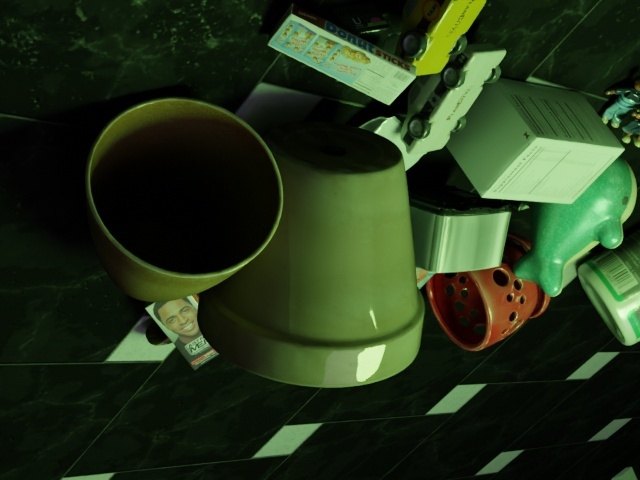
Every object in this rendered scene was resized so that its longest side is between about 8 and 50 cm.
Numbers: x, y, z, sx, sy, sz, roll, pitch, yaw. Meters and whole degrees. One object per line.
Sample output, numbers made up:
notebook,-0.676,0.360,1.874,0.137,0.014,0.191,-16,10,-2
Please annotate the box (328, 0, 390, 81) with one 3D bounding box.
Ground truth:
box,0.042,-0.252,1.467,0.062,0.052,0.083,-15,147,-26

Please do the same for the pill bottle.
pill bottle,0.748,0.050,2.445,0.361,0.204,0.204,-31,151,3

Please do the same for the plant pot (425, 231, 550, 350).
plant pot,0.315,0.088,2.122,0.174,0.191,0.191,-19,149,-26

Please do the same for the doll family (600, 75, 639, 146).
doll family,0.567,-0.215,1.949,0.193,0.076,0.111,5,151,-20

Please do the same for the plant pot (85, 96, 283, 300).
plant pot,-0.196,-0.021,1.474,0.237,0.237,0.254,-16,165,-24

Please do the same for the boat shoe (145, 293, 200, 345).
boat shoe,-0.214,0.123,1.838,0.135,0.050,0.045,-29,164,0

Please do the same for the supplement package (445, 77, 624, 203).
supplement package,0.332,-0.153,1.808,0.244,0.134,0.139,2,138,-45

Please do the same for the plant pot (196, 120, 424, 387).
plant pot,0.000,0.000,1.582,0.323,0.323,0.280,-10,122,-32

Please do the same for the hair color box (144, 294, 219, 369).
hair color box,-0.205,0.125,1.779,0.072,0.043,0.141,-33,119,4

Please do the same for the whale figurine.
whale figurine,0.416,-0.045,1.974,0.141,0.216,0.272,25,98,-48

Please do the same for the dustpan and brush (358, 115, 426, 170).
dustpan and brush,0.044,-0.104,1.714,0.211,0.060,0.147,-43,149,9

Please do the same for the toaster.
toaster,0.198,-0.024,1.828,0.168,0.186,0.110,-6,108,-39

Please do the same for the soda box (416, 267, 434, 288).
soda box,0.120,0.041,1.994,0.183,0.063,0.058,7,135,-48

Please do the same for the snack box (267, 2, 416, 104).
snack box,0.027,-0.227,1.421,0.178,0.022,0.064,24,142,-19

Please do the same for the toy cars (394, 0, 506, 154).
toy cars,0.160,-0.259,1.539,0.176,0.087,0.393,-36,157,-10
